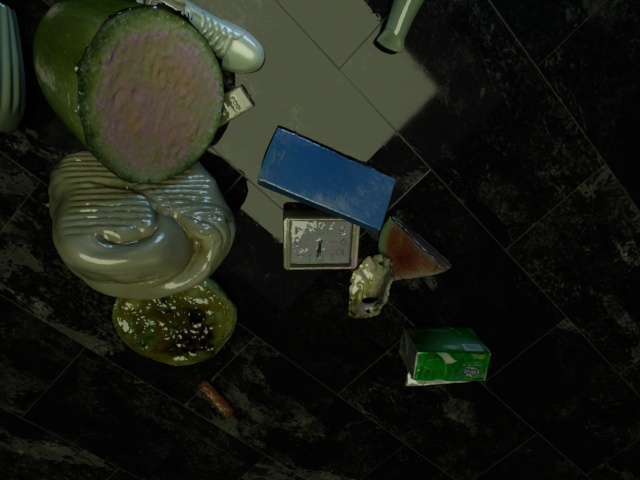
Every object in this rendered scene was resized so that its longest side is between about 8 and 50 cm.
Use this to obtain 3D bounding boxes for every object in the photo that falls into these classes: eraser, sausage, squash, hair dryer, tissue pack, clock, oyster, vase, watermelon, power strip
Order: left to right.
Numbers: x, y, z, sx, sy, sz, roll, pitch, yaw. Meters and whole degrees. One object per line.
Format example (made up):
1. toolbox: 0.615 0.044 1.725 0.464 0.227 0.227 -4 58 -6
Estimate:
1. vase: -0.662 -0.349 0.798 0.128 0.128 0.248 12 101 -10
2. squash: -0.401 -0.297 0.760 0.309 0.310 0.310 23 112 23
3. sausage: -0.312 0.478 1.202 0.036 0.042 0.157 -44 117 -29
4. power strip: -0.214 -0.299 0.904 0.123 0.032 0.056 -28 113 5
5. clock: 0.000 0.000 1.022 0.192 0.071 0.146 0 111 -6
6. eraser: 0.017 -0.140 0.946 0.312 0.043 0.144 21 76 -11
7. hair dryer: 0.111 -0.541 0.833 0.237 0.075 0.206 23 114 -6
8. oyster: 0.144 0.132 1.078 0.072 0.133 0.209 2 104 -46
9. watermelon: 0.251 0.018 1.018 0.136 0.202 0.207 -41 117 -30
10. tissue pack: 0.345 0.344 1.148 0.209 0.148 0.156 2 110 -6

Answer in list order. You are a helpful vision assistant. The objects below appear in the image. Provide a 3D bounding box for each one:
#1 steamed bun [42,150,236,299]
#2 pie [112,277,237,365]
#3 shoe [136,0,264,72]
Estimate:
1. steamed bun: -0.378 -0.032 0.852 0.343 0.367 0.255 -7 141 -32
2. pie: -0.381 0.219 1.075 0.323 0.070 0.323 -2 113 -5
3. shoe: -0.244 -0.423 0.813 0.265 0.110 0.095 23 107 -11
